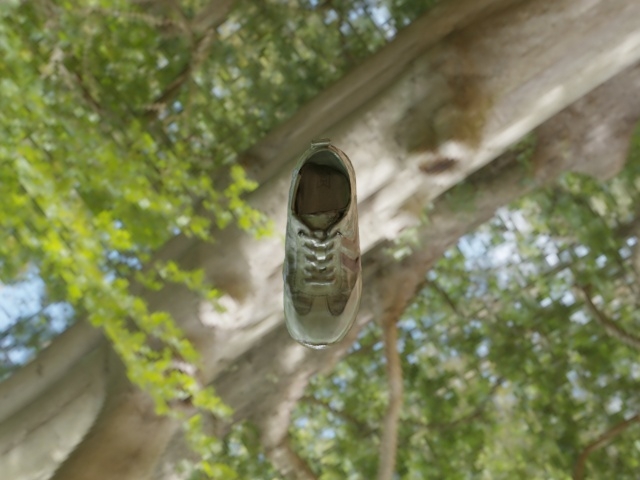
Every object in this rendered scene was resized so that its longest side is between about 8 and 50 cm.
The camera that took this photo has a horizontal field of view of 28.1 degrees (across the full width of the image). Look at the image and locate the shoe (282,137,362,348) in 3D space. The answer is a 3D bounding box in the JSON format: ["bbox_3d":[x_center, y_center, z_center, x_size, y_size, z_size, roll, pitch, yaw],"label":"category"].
[{"bbox_3d":[0.000,0.000,1.624,0.098,0.103,0.275,81,-173,-76],"label":"shoe"}]
